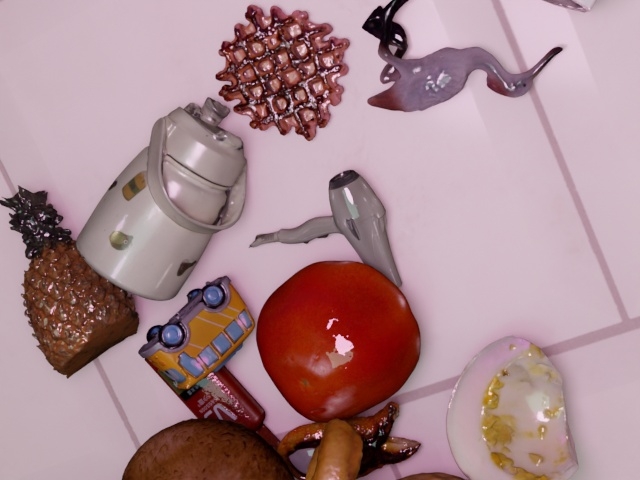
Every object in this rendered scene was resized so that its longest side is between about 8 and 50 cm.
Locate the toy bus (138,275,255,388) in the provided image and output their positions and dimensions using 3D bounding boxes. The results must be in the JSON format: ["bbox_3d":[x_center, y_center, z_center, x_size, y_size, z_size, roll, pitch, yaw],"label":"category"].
[{"bbox_3d":[-0.221,0.174,1.599,0.209,0.126,0.136,-44,100,-23],"label":"toy bus"}]

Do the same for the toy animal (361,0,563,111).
[{"bbox_3d":[0.205,-0.279,1.427,0.324,0.090,0.195,23,108,11],"label":"toy animal"}]

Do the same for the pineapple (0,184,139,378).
[{"bbox_3d":[-0.499,0.063,1.661,0.202,0.202,0.362,-36,78,20],"label":"pineapple"}]

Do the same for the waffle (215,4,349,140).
[{"bbox_3d":[-0.069,-0.296,1.518,0.234,0.055,0.221,20,106,4],"label":"waffle"}]

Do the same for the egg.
[{"bbox_3d":[0.342,0.321,1.505,0.206,0.161,0.271,-21,58,38],"label":"egg"}]

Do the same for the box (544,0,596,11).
[{"bbox_3d":[0.414,-0.503,1.272,0.145,0.173,0.333,32,109,6],"label":"box"}]

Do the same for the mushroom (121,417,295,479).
[{"bbox_3d":[-0.191,0.505,1.624,0.331,0.356,0.334,32,87,20],"label":"mushroom"}]

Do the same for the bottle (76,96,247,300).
[{"bbox_3d":[-0.254,-0.080,1.543,0.229,0.229,0.352,37,102,4],"label":"bottle"}]

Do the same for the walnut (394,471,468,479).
[{"bbox_3d":[0.219,0.589,1.487,0.383,0.383,0.384,4,104,14],"label":"walnut"}]

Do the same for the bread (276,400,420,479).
[{"bbox_3d":[0.048,0.386,1.639,0.268,0.095,0.139,-21,113,8],"label":"bread"}]

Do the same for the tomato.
[{"bbox_3d":[0.021,0.183,1.505,0.298,0.226,0.299,16,129,21],"label":"tomato"}]

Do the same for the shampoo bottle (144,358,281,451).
[{"bbox_3d":[-0.203,0.307,1.688,0.118,0.076,0.314,-41,91,18],"label":"shampoo bottle"}]

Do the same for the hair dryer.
[{"bbox_3d":[0.032,0.021,1.571,0.267,0.092,0.229,-35,99,34],"label":"hair dryer"}]

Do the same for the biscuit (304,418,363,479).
[{"bbox_3d":[0.010,0.447,1.480,0.091,0.213,0.274,13,130,2],"label":"biscuit"}]
